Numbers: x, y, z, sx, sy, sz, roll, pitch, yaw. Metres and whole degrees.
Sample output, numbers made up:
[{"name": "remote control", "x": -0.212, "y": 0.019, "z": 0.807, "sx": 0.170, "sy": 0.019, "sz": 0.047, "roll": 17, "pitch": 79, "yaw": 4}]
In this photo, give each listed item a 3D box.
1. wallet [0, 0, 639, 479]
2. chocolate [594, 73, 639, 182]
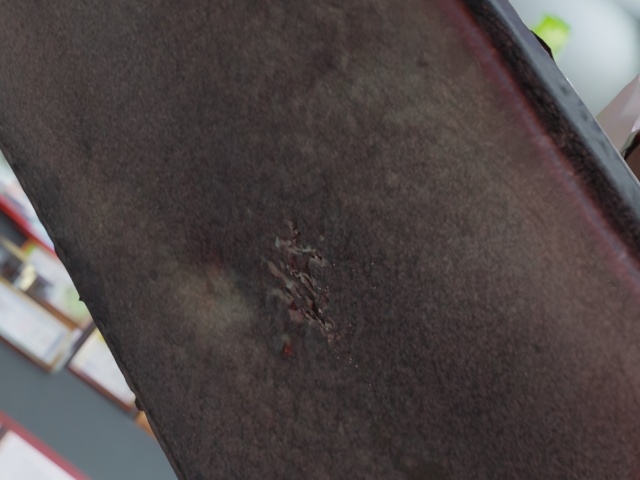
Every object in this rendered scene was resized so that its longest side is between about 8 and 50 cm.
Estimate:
[{"name": "wallet", "x": 0.000, "y": 0.000, "z": 0.466, "sx": 0.046, "sy": 0.379, "sz": 0.191, "roll": -15, "pitch": 157, "yaw": -45}, {"name": "chocolate", "x": 0.179, "y": 0.154, "z": 0.942, "sx": 0.384, "sy": 0.331, "sz": 0.383, "roll": -51, "pitch": 178, "yaw": -2}]
